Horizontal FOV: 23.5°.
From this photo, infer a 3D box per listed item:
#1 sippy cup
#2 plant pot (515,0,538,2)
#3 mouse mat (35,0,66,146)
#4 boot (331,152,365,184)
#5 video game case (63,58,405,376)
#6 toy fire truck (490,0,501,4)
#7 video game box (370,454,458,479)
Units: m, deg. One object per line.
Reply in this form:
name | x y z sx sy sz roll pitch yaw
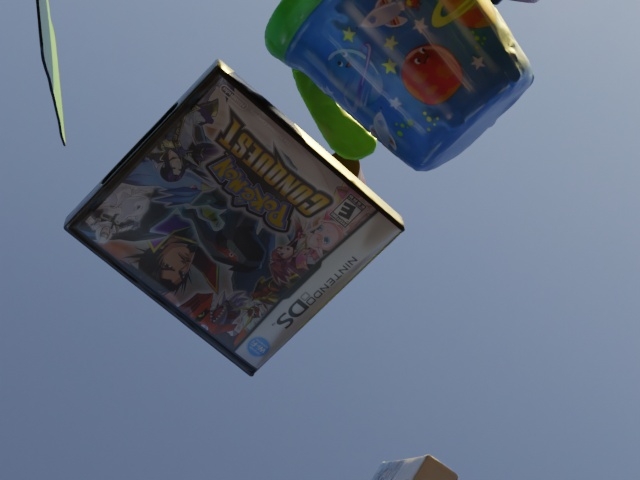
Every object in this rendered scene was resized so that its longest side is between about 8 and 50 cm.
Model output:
sippy cup | 0.097 -0.202 1.631 0.240 0.305 0.224 -39 -98 -4
plant pot | 0.098 -0.294 1.177 0.180 0.201 0.201 11 -139 12
mouse mat | -0.272 -0.202 1.536 0.007 0.189 0.152 -7 -118 -6
boot | 0.000 0.000 1.837 0.073 0.152 0.197 29 -107 12
video game case | -0.091 -0.017 1.655 0.275 0.248 0.035 40 -163 -19
toy fire truck | 0.266 -0.417 1.956 0.246 0.158 0.217 -5 -126 -53
video game box | 0.051 0.324 1.609 0.048 0.187 0.205 35 -105 -7
